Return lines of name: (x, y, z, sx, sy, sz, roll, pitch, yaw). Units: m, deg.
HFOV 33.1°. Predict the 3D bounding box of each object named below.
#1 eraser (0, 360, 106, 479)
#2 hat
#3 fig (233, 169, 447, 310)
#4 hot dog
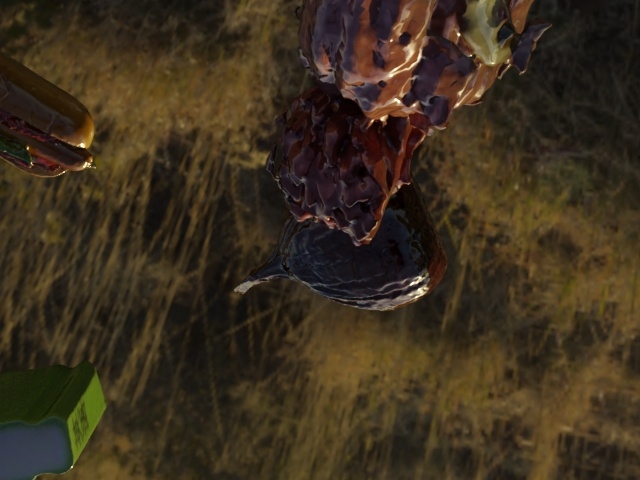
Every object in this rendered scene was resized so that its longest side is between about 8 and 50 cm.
eraser: (-0.395, 0.236, 1.383, 0.210, 0.092, 0.274, -9, -174, 0)
hat: (0.053, -0.125, 0.442, 0.107, 0.237, 0.286, 25, 112, 14)
fig: (0.000, 0.000, 0.913, 0.201, 0.134, 0.146, -15, 96, 15)
hot dog: (-0.293, -0.124, 0.928, 0.236, 0.062, 0.092, 30, 117, -25)
